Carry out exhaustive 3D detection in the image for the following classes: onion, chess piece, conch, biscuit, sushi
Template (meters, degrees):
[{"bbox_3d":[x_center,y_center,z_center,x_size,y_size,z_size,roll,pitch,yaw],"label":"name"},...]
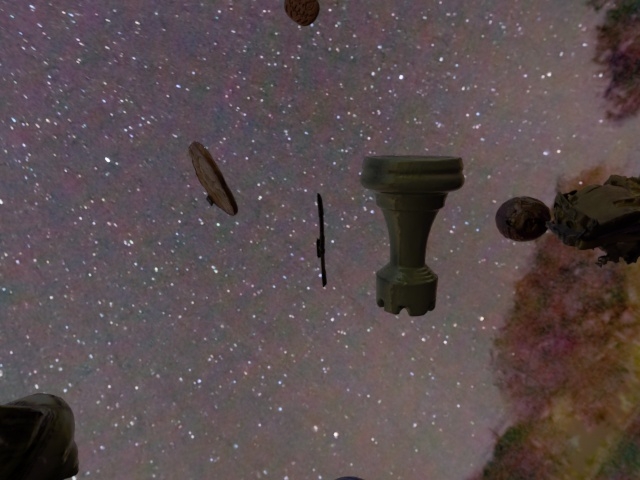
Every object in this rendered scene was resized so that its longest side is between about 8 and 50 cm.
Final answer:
[{"bbox_3d":[0.415,-0.042,0.906,0.107,0.107,0.097,-39,-42,-20],"label":"onion"},{"bbox_3d":[0.171,-0.013,0.856,0.194,0.194,0.299,-11,-74,-43],"label":"chess piece"},{"bbox_3d":[-0.389,0.253,0.542,0.181,0.124,0.187,11,-29,-44],"label":"conch"},{"bbox_3d":[-0.317,-0.177,1.300,0.041,0.260,0.203,-30,-18,-27],"label":"biscuit"},{"bbox_3d":[0.512,-0.037,0.728,0.291,0.139,0.131,-4,-54,-9],"label":"sushi"},{"bbox_3d":[-0.040,-0.526,0.981,0.078,0.091,0.015,-56,-15,23],"label":"biscuit"}]

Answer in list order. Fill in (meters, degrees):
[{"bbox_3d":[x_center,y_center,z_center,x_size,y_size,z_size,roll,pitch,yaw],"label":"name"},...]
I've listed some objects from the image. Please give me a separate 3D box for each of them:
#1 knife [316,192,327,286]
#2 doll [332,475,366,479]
[{"bbox_3d":[0.001,-0.001,1.047,0.045,0.021,0.222,-28,-64,-81],"label":"knife"},{"bbox_3d":[0.023,0.581,0.857,0.159,0.311,0.243,-10,-86,-64],"label":"doll"}]
